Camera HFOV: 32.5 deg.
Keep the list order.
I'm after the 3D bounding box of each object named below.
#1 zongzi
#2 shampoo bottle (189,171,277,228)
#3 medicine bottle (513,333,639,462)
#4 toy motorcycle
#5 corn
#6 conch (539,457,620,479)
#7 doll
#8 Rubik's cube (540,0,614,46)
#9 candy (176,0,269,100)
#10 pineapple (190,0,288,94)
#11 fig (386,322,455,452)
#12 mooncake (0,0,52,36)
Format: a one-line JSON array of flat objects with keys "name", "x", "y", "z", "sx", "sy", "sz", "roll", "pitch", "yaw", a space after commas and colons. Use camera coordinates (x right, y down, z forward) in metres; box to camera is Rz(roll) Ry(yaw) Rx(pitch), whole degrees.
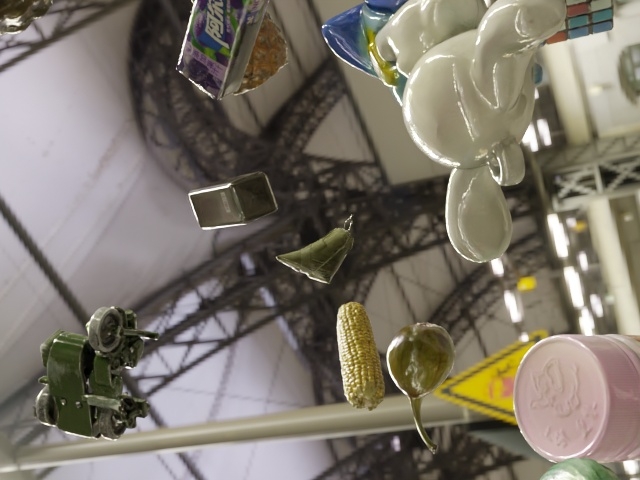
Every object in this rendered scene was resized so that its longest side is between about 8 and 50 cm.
[{"name": "zongzi", "x": 0.000, "y": 0.000, "z": 2.192, "sx": 0.130, "sy": 0.154, "sz": 0.062, "roll": 28, "pitch": -172, "yaw": -28}, {"name": "shampoo bottle", "x": -0.171, "y": -0.072, "z": 2.031, "sx": 0.079, "sy": 0.246, "sz": 0.080, "roll": -22, "pitch": -82, "yaw": -27}, {"name": "medicine bottle", "x": 0.486, "y": 0.250, "z": 1.741, "sx": 0.316, "sy": 0.202, "sz": 0.202, "roll": 4, "pitch": -106, "yaw": -36}, {"name": "toy motorcycle", "x": -0.393, "y": 0.225, "z": 1.873, "sx": 0.127, "sy": 0.205, "sz": 0.275, "roll": -37, "pitch": -49, "yaw": -58}, {"name": "corn", "x": 0.087, "y": 0.257, "z": 2.456, "sx": 0.091, "sy": 0.091, "sz": 0.260, "roll": 58, "pitch": -161, "yaw": -50}, {"name": "conch", "x": 0.294, "y": 0.342, "z": 1.278, "sx": 0.122, "sy": 0.188, "sz": 0.176, "roll": 56, "pitch": 176, "yaw": -16}, {"name": "doll", "x": 0.142, "y": -0.209, "z": 1.199, "sx": 0.365, "sy": 0.187, "sz": 0.376, "roll": 64, "pitch": 147, "yaw": 31}, {"name": "Rubik's cube", "x": 0.379, "y": -0.419, "z": 1.760, "sx": 0.151, "sy": 0.154, "sz": 0.155, "roll": 49, "pitch": -149, "yaw": -68}, {"name": "candy", "x": -0.107, "y": -0.323, "z": 1.389, "sx": 0.061, "sy": 0.088, "sz": 0.312, "roll": -37, "pitch": -23, "yaw": -46}, {"name": "pineapple", "x": -0.186, "y": -0.450, "z": 2.047, "sx": 0.340, "sy": 0.169, "sz": 0.169, "roll": 63, "pitch": -155, "yaw": -19}, {"name": "fig", "x": 0.184, "y": 0.265, "z": 1.971, "sx": 0.124, "sy": 0.124, "sz": 0.236, "roll": -26, "pitch": -66, "yaw": -69}, {"name": "mooncake", "x": -0.458, "y": -0.384, "z": 1.454, "sx": 0.124, "sy": 0.228, "sz": 0.228, "roll": -150, "pitch": 47, "yaw": -81}]
